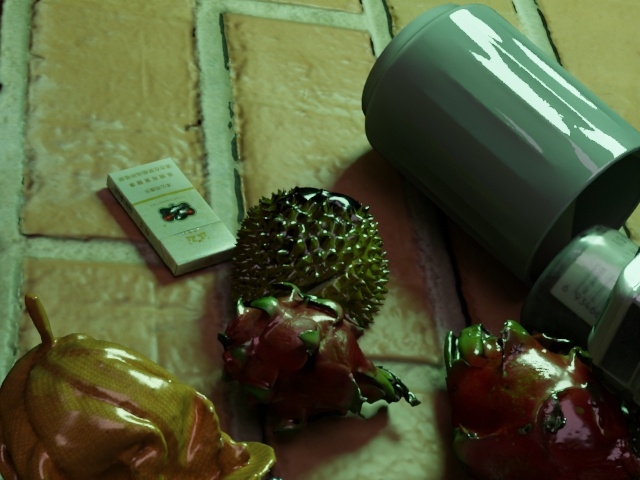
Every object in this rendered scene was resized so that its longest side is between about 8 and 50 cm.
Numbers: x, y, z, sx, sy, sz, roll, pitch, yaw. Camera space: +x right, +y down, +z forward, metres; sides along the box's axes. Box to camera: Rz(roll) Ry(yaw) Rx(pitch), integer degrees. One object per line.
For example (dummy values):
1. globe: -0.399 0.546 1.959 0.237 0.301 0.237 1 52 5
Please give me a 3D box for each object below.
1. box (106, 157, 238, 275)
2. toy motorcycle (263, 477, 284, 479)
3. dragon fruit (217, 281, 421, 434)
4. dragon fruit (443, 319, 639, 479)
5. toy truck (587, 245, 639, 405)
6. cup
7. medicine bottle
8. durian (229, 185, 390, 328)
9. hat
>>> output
1. box: -0.177 -0.030 1.595 0.090 0.024 0.167 -18 53 -34
2. toy motorcycle: -0.115 0.327 1.179 0.106 0.159 0.270 36 62 20
3. dragon fruit: 0.001 0.139 1.414 0.236 0.135 0.137 32 35 -12
4. dragon fruit: 0.237 0.176 1.420 0.200 0.198 0.269 -6 36 4
5. toy truck: 0.427 0.040 1.409 0.175 0.146 0.367 34 46 21
6. cup: 0.251 -0.127 1.716 0.327 0.237 0.323 44 19 26
7. medicine bottle: 0.380 0.118 1.534 0.273 0.165 0.165 40 47 19
8. durian: 0.000 0.000 1.543 0.193 0.138 0.237 16 42 -3
9. hat: -0.201 0.147 1.189 0.244 0.233 0.233 -22 11 15
